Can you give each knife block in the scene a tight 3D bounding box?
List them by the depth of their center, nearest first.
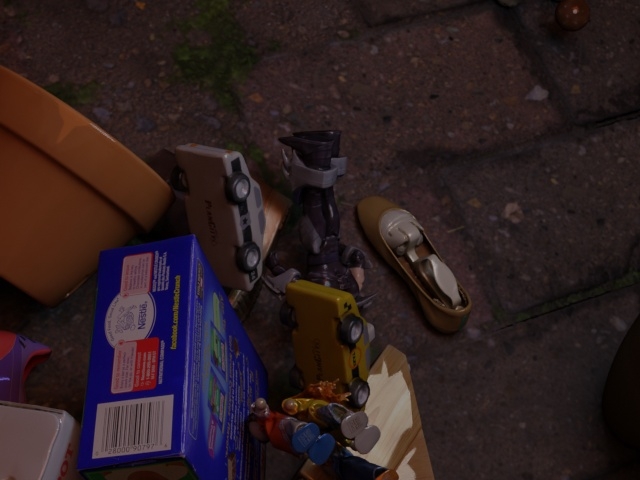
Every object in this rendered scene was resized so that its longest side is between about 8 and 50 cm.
[{"bbox_3d":[0.012,0.283,1.485,0.242,0.088,0.275,-5,68,-17],"label":"knife block"}]

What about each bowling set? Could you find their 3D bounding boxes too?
[{"bbox_3d":[0.342,-0.414,1.880,0.287,0.154,0.199,-5,86,-18],"label":"bowling set"}]

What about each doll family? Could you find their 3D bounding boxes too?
[{"bbox_3d":[0.028,0.247,1.352,0.118,0.163,0.263,-43,110,-21],"label":"doll family"}]

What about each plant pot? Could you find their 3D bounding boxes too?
[{"bbox_3d":[-0.351,-0.052,1.459,0.291,0.291,0.203,33,82,2],"label":"plant pot"},{"bbox_3d":[0.476,0.184,1.554,0.237,0.254,0.237,5,65,-11],"label":"plant pot"}]

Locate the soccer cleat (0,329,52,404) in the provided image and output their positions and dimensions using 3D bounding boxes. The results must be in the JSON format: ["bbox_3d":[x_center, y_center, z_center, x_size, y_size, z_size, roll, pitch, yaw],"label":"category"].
[{"bbox_3d":[-0.389,0.253,1.392,0.116,0.108,0.318,9,62,-15],"label":"soccer cleat"}]

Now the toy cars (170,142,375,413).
[{"bbox_3d":[-0.045,0.042,1.448,0.393,0.176,0.087,52,46,0],"label":"toy cars"}]

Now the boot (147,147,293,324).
[{"bbox_3d":[-0.171,0.008,1.586,0.207,0.090,0.248,20,64,10],"label":"boot"}]

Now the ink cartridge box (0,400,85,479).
[{"bbox_3d":[-0.296,0.325,1.258,0.131,0.306,0.226,5,61,19],"label":"ink cartridge box"}]

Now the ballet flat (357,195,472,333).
[{"bbox_3d":[0.136,0.019,1.646,0.080,0.073,0.232,-30,76,-25],"label":"ballet flat"}]

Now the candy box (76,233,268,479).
[{"bbox_3d":[-0.151,0.195,1.330,0.122,0.317,0.268,-9,53,10],"label":"candy box"}]

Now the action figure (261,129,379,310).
[{"bbox_3d":[0.000,0.000,1.569,0.185,0.099,0.285,-19,108,-60],"label":"action figure"}]
